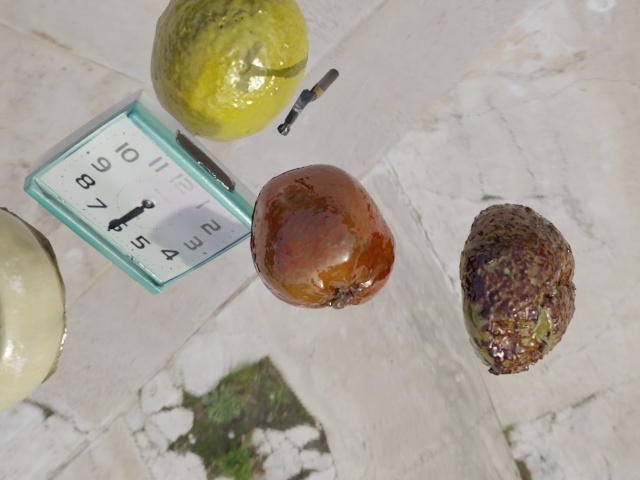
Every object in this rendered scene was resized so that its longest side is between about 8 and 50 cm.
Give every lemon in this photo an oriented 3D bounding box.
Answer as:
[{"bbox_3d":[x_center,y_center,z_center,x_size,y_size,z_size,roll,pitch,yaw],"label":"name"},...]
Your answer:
[{"bbox_3d":[-0.155,-0.305,1.764,0.268,0.268,0.322,23,133,-1],"label":"lemon"}]

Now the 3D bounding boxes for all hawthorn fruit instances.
[{"bbox_3d":[0.000,0.000,0.839,0.128,0.128,0.128,0,99,3],"label":"hawthorn fruit"}]

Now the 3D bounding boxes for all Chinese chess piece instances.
[{"bbox_3d":[-0.547,0.106,1.605,0.338,0.140,0.338,3,97,30],"label":"Chinese chess piece"}]

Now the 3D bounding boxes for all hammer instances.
[{"bbox_3d":[-0.010,-0.234,1.659,0.021,0.201,0.078,37,126,-1],"label":"hammer"}]

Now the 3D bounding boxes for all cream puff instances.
[{"bbox_3d":[0.171,0.041,0.880,0.084,0.149,0.149,-5,100,27],"label":"cream puff"}]

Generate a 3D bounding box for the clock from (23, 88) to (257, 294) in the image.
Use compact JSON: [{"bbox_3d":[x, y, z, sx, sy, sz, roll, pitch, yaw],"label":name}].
[{"bbox_3d":[-0.239,-0.074,1.460,0.231,0.116,0.262,-29,125,28],"label":"clock"}]
